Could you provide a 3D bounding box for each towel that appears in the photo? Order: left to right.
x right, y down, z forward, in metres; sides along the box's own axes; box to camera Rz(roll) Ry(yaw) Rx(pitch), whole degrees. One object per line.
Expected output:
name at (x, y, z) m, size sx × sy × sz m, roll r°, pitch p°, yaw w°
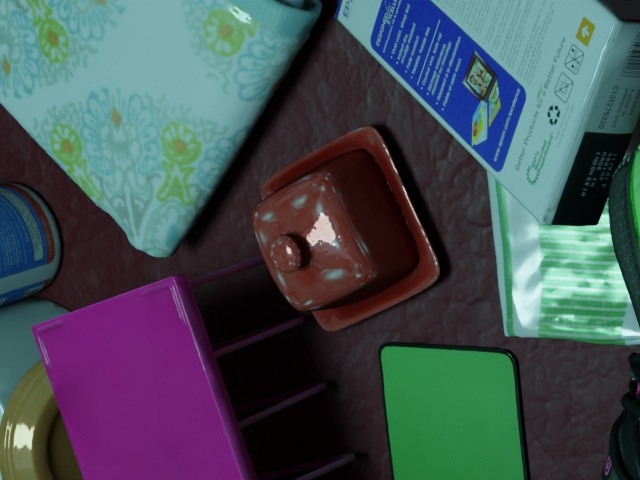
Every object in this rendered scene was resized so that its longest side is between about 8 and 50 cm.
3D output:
towel at (-0.196, -0.218, 1.907) m, size 0.374 × 0.090 × 0.320 m, roll 46°, pitch 128°, yaw 18°
towel at (0.279, -0.028, 1.625) m, size 0.325 × 0.038 × 0.248 m, roll 0°, pitch 102°, yaw 38°

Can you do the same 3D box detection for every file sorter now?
file sorter at (-0.100, 0.175, 1.880) m, size 0.202 × 0.182 × 0.291 m, roll -19°, pitch 90°, yaw 40°

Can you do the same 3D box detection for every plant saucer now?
plant saucer at (-0.220, 0.199, 1.968) m, size 0.037 × 0.200 × 0.200 m, roll 5°, pitch 107°, yaw 58°

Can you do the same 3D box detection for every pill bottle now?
pill bottle at (-0.380, 0.021, 2.025) m, size 0.124 × 0.221 × 0.124 m, roll 11°, pitch 109°, yaw 35°

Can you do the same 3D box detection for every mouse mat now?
mouse mat at (0.123, 0.187, 1.826) m, size 0.152 × 0.007 × 0.190 m, roll 2°, pitch 103°, yaw 37°

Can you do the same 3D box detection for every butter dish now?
butter dish at (0.000, 0.000, 1.795) m, size 0.160 × 0.118 × 0.160 m, roll -27°, pitch 85°, yaw 39°

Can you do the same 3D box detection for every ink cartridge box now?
ink cartridge box at (0.136, -0.178, 1.624) m, size 0.371 × 0.069 × 0.176 m, roll 48°, pitch 129°, yaw 46°

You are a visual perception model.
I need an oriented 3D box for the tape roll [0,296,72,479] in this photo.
tape roll at (-0.341, 0.195, 2.080) m, size 0.246 × 0.169 × 0.246 m, roll 11°, pitch 109°, yaw 34°

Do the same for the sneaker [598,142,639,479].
sneaker at (0.288, 0.153, 1.546) m, size 0.202 × 0.185 × 0.483 m, roll -2°, pitch 110°, yaw 40°
